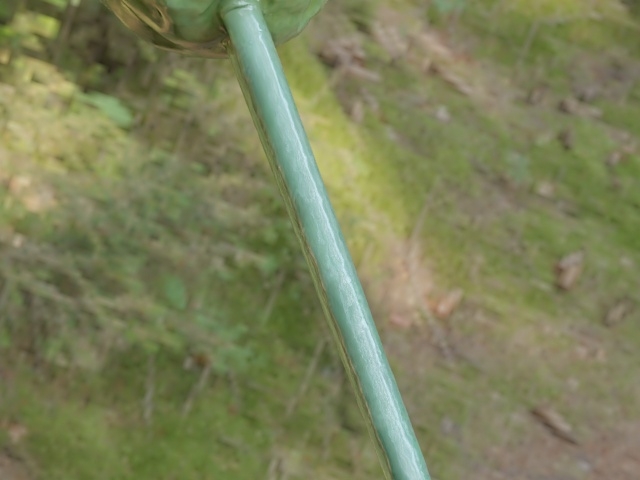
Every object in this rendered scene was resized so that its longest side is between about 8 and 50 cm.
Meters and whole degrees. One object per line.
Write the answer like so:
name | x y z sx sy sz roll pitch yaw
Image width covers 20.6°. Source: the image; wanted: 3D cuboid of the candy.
candy | 0.000 0.000 0.505 0.092 0.093 0.335 13 53 -52
